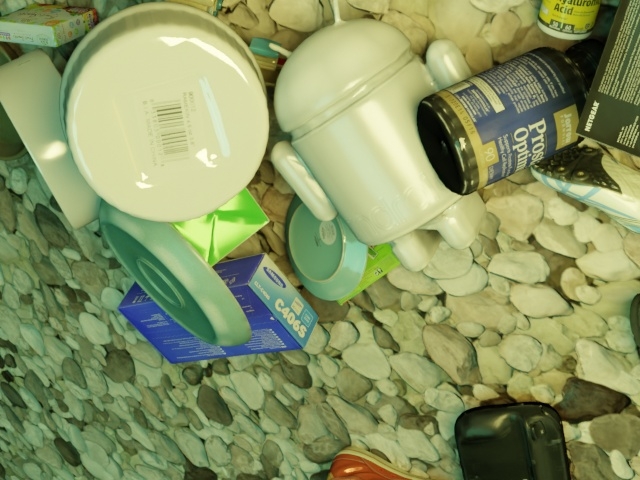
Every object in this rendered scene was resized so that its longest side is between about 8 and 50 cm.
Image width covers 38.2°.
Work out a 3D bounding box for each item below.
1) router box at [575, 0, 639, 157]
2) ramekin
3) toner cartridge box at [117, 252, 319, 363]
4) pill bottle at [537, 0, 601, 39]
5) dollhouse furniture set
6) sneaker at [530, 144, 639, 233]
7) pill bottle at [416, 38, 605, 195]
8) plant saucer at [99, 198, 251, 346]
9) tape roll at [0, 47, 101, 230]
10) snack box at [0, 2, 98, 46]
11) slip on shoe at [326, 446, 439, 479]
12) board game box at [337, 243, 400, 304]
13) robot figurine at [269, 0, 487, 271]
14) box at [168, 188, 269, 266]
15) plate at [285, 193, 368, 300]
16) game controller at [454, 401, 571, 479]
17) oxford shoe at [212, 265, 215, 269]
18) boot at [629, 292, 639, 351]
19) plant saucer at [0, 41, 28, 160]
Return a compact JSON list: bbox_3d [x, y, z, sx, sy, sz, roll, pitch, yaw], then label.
[{"bbox_3d":[0.357,-0.265,0.876,0.081,0.243,0.309,25,131,19],"label":"router box"},{"bbox_3d":[-0.195,-0.157,1.180,0.277,0.135,0.277,-4,110,-10],"label":"ramekin"},{"bbox_3d":[-0.186,0.127,1.624,0.347,0.075,0.165,-12,129,40],"label":"toner cartridge box"},{"bbox_3d":[0.286,-0.290,1.033,0.065,0.065,0.116,23,130,21],"label":"pill bottle"},{"bbox_3d":[-0.118,-0.299,1.294,0.183,0.129,0.129,13,130,-2],"label":"dollhouse furniture set"},{"bbox_3d":[0.366,-0.052,1.131,0.237,0.085,0.086,22,138,26],"label":"sneaker"},{"bbox_3d":[0.231,-0.147,1.058,0.123,0.219,0.123,155,90,-82],"label":"pill bottle"},{"bbox_3d":[-0.233,0.053,1.408,0.317,0.043,0.318,39,158,19],"label":"plant saucer"},{"bbox_3d":[-0.427,-0.162,1.504,0.286,0.100,0.286,57,168,19],"label":"tape roll"},{"bbox_3d":[-0.443,-0.347,1.485,0.141,0.100,0.037,11,126,29],"label":"snack box"},{"bbox_3d":[0.155,0.473,1.630,0.331,0.101,0.123,19,127,22],"label":"slip on shoe"},{"bbox_3d":[0.063,0.019,1.420,0.092,0.043,0.181,49,134,-2],"label":"board game box"},{"bbox_3d":[0.076,-0.136,1.193,0.300,0.200,0.353,-31,100,27],"label":"robot figurine"},{"bbox_3d":[-0.218,-0.105,1.400,0.262,0.126,0.231,54,170,-14],"label":"box"},{"bbox_3d":[0.000,0.000,1.410,0.188,0.024,0.188,10,104,48],"label":"plate"},{"bbox_3d":[0.314,0.391,1.469,0.166,0.067,0.319,-4,118,22],"label":"game controller"},{"bbox_3d":[-0.261,0.032,1.593,0.227,0.083,0.096,21,143,35],"label":"oxford shoe"},{"bbox_3d":[0.528,0.141,1.135,0.207,0.094,0.246,-22,112,46],"label":"boot"},{"bbox_3d":[-0.617,-0.279,1.699,0.277,0.041,0.278,18,129,24],"label":"plant saucer"}]
